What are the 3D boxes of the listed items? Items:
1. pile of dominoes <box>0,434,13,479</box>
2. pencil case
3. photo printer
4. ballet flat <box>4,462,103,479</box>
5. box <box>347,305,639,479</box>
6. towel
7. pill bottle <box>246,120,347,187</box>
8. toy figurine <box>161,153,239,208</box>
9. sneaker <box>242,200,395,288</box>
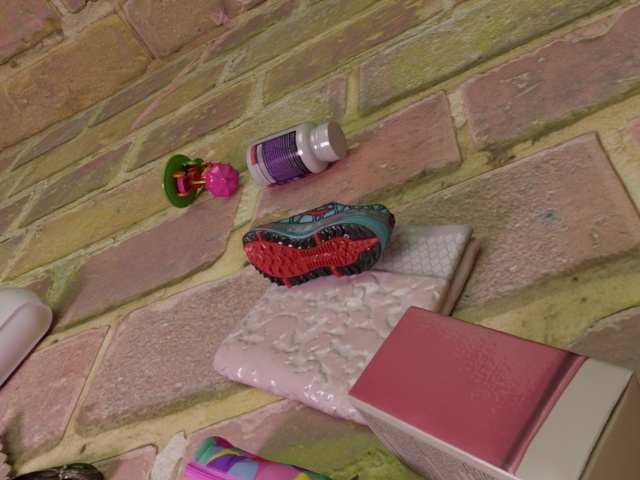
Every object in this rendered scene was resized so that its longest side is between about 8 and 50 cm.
[{"bbox_3d":[-0.609,0.454,1.016,0.196,0.040,0.251,-43,42,-16],"label":"pile of dominoes"},{"bbox_3d":[-0.059,0.289,0.656,0.237,0.104,0.104,-3,45,42],"label":"pencil case"},{"bbox_3d":[-0.760,0.237,1.331,0.256,0.107,0.307,2,48,43],"label":"photo printer"},{"bbox_3d":[-0.449,0.387,0.908,0.250,0.058,0.084,-18,42,20],"label":"ballet flat"},{"bbox_3d":[0.168,0.174,0.556,0.232,0.148,0.126,12,55,47],"label":"box"},{"bbox_3d":[0.031,0.095,0.863,0.332,0.053,0.316,4,50,45],"label":"towel"},{"bbox_3d":[-0.048,-0.182,1.222,0.194,0.108,0.108,-14,39,30],"label":"pill bottle"},{"bbox_3d":[-0.256,-0.146,1.390,0.159,0.130,0.173,3,23,26],"label":"toy figurine"},{"bbox_3d":[0.000,0.000,0.903,0.262,0.104,0.125,-4,26,35],"label":"sneaker"}]
